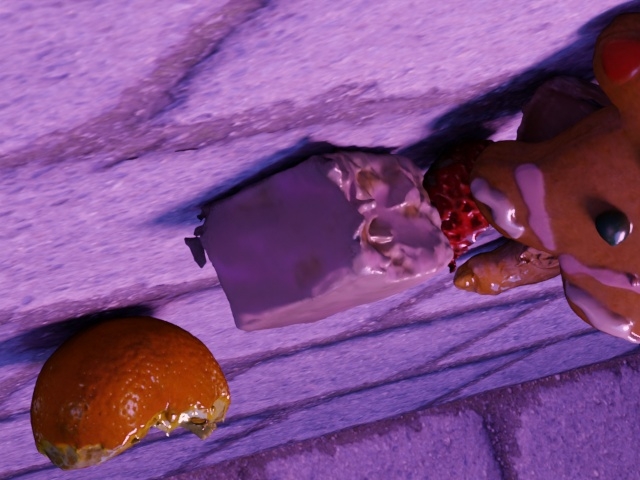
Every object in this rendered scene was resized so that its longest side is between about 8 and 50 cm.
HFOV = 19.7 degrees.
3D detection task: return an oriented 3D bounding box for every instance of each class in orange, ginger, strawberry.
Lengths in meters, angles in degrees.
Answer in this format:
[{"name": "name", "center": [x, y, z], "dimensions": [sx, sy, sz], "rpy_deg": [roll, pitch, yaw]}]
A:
[{"name": "orange", "center": [-0.222, 0.167, 2.101], "dimensions": [0.237, 0.158, 0.179], "rpy_deg": [-8, 177, -40]}, {"name": "ginger", "center": [0.321, 0.000, 2.404], "dimensions": [0.333, 0.080, 0.166], "rpy_deg": [-24, 179, 36]}, {"name": "strawberry", "center": [0.141, -0.044, 1.855], "dimensions": [0.145, 0.086, 0.145], "rpy_deg": [-54, 175, -6]}]

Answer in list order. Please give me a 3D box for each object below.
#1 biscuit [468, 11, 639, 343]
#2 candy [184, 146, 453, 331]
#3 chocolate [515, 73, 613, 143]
[{"name": "biscuit", "center": [0.328, -0.072, 1.645], "dimensions": [0.432, 0.283, 0.064], "rpy_deg": [-34, -163, 41]}, {"name": "candy", "center": [0.000, 0.000, 1.765], "dimensions": [0.195, 0.137, 0.185], "rpy_deg": [-24, 167, 32]}, {"name": "chocolate", "center": [0.313, -0.072, 1.761], "dimensions": [0.083, 0.261, 0.161], "rpy_deg": [-54, 166, -43]}]
